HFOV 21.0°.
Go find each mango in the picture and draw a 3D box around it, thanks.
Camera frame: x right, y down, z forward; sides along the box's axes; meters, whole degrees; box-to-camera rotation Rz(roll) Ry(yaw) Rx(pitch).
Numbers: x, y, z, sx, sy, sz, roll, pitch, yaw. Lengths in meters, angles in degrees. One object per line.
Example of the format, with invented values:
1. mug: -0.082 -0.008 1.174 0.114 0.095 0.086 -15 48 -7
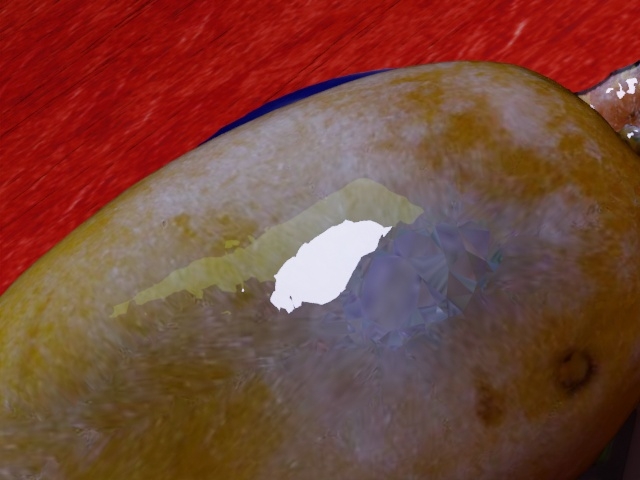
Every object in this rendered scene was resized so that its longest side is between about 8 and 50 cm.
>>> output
1. mango: -0.015 0.060 0.767 0.384 0.199 0.221 -31 78 -6

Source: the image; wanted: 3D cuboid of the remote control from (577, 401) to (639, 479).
1. remote control: 0.080 0.123 0.839 0.250 0.034 0.103 -6 39 29

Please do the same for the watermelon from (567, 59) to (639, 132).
1. watermelon: 0.232 -0.040 0.792 0.320 0.213 0.289 -6 40 11

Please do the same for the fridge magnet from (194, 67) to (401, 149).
1. fridge magnet: 0.000 0.000 0.988 0.265 0.112 0.265 -19 34 13
